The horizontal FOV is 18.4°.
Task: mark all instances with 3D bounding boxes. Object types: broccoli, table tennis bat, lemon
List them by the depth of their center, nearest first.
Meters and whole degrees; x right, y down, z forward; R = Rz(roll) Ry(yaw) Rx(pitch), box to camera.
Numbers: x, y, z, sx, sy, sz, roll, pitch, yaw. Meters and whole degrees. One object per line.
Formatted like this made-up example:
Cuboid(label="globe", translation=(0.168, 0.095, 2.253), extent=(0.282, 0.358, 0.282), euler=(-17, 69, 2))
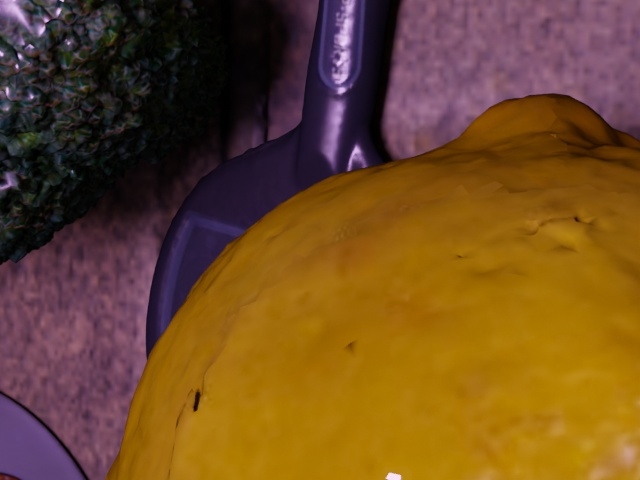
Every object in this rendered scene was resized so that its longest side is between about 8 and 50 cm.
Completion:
Cuboid(label="lemon", translation=(0.059, 0.106, 0.572), extent=(0.260, 0.260, 0.284), euler=(22, 106, 31))
Cuboid(label="broccoli", translation=(-0.165, -0.124, 0.732), extent=(0.297, 0.297, 0.297), euler=(8, 66, 34))
Cuboid(label="table tennis bat", translation=(0.000, 0.000, 0.740), extent=(0.150, 0.027, 0.236), euler=(16, 104, 33))

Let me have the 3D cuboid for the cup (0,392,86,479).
Cuboid(label="cup", translation=(-0.251, 0.173, 0.743), extent=(0.212, 0.317, 0.212), euler=(3, 95, 33))
